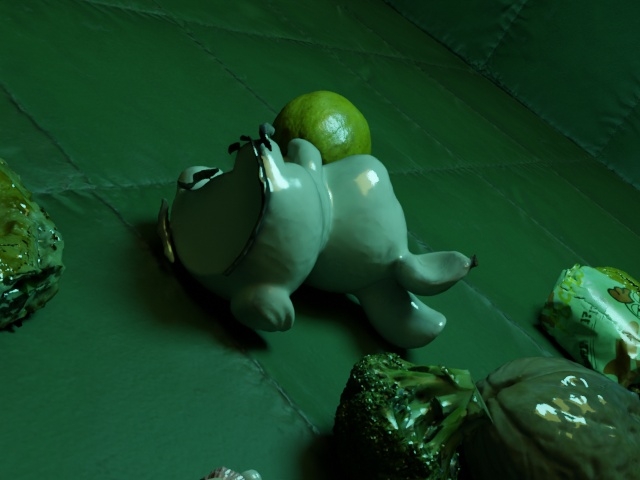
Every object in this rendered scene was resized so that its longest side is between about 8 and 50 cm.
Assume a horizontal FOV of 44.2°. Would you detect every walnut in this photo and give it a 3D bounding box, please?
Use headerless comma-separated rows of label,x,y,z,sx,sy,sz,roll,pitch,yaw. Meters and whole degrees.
walnut,0.245,0.209,0.765,0.230,0.178,0.178,34,25,-9

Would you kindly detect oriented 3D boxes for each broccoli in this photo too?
broccoli,0.078,0.163,0.692,0.146,0.138,0.162,63,9,-9

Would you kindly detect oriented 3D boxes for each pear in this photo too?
pear,-0.001,-0.135,1.119,0.149,0.149,0.162,31,28,-2

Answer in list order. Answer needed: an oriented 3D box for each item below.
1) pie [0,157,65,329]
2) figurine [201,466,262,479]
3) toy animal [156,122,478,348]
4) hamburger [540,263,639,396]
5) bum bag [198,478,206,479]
pie,-0.355,-0.034,0.584,0.288,0.103,0.354,45,25,12
figurine,-0.085,0.198,0.538,0.129,0.054,0.072,5,50,-56
toy animal,-0.001,-0.007,0.860,0.310,0.183,0.247,14,35,-44
hamburger,0.454,0.124,1.184,0.235,0.125,0.214,-5,53,-32
bum bag,0.022,0.262,0.495,0.310,0.074,0.137,34,21,-19
